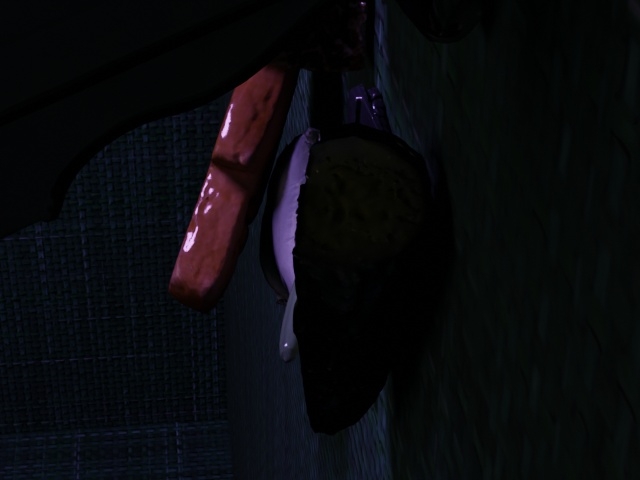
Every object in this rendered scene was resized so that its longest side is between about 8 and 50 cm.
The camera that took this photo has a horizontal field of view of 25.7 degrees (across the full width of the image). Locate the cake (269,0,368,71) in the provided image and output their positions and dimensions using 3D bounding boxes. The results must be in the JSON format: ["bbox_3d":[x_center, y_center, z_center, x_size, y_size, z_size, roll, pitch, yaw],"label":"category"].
[{"bbox_3d":[0.004,-0.214,0.792,0.246,0.135,0.112,-62,26,10],"label":"cake"}]

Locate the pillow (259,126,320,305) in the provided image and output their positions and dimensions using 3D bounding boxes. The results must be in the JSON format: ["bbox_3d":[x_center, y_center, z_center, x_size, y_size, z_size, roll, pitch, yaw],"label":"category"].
[{"bbox_3d":[-0.015,-0.011,1.000,0.229,0.051,0.128,-169,79,-84],"label":"pillow"}]

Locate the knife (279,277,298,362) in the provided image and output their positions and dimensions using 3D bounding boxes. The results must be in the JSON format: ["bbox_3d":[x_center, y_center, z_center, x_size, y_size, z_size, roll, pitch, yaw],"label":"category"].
[{"bbox_3d":[0.000,0.000,0.790,0.207,0.014,0.030,-74,-11,-50],"label":"knife"}]

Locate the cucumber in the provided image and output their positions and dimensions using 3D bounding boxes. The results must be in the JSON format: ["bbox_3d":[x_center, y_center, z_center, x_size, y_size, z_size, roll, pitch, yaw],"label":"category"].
[{"bbox_3d":[0.024,0.031,0.695,0.211,0.062,0.078,84,-163,-61],"label":"cucumber"}]

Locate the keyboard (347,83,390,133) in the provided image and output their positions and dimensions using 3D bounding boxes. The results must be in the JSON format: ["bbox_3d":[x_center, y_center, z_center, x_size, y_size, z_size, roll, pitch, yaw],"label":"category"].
[{"bbox_3d":[0.026,0.005,0.811,0.060,0.018,0.195,-110,17,-48],"label":"keyboard"}]

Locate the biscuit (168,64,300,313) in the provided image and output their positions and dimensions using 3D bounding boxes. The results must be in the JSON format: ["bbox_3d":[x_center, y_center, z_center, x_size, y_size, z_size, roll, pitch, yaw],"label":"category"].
[{"bbox_3d":[-0.044,-0.091,1.001,0.284,0.043,0.306,-78,7,-64],"label":"biscuit"}]

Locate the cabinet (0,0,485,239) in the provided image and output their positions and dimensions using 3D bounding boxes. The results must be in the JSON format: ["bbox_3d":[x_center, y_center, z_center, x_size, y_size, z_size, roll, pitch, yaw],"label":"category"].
[{"bbox_3d":[-0.090,-0.212,0.413,0.290,0.227,0.318,53,161,23],"label":"cabinet"}]
